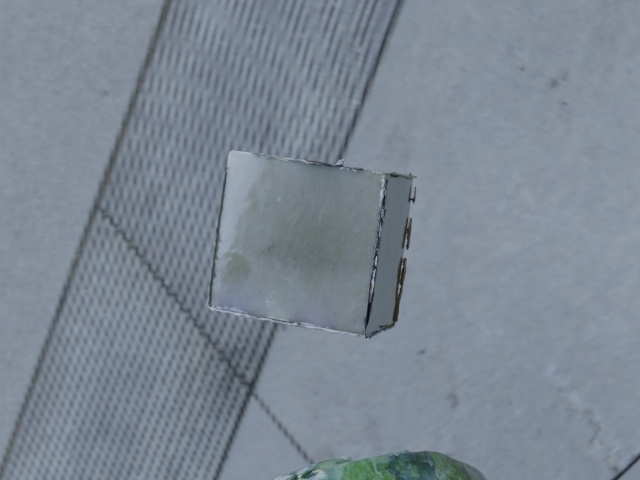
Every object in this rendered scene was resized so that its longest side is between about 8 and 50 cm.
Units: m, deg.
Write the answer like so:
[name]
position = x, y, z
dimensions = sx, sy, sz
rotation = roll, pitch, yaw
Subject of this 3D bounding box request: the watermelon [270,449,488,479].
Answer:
[watermelon]
position = 0.046, 0.263, 1.016
dimensions = 0.180, 0.305, 0.224
rotation = 0, 92, 56

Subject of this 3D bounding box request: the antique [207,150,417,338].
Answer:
[antique]
position = 0.000, 0.000, 1.207
dimensions = 0.152, 0.148, 0.147
rotation = 9, 93, 15
